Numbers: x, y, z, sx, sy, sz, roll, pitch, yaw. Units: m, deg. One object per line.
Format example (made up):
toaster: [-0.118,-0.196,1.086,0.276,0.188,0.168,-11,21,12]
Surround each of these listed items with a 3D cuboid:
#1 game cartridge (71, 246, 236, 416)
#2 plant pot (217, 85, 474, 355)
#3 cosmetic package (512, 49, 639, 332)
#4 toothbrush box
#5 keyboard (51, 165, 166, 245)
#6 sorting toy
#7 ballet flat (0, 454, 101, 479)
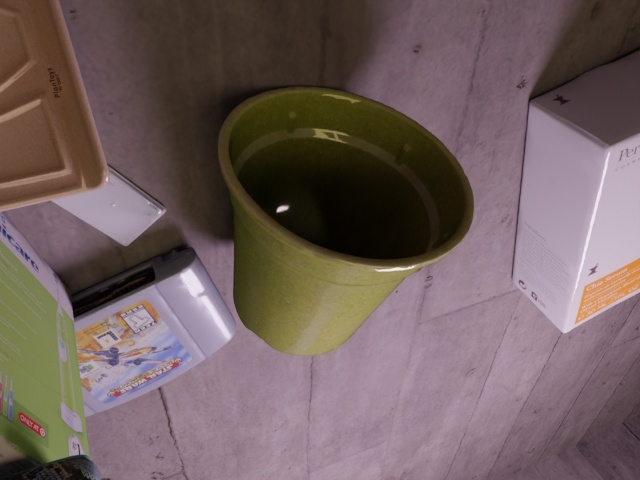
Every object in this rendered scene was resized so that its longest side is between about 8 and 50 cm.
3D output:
game cartridge: [-0.274,0.141,0.717,0.297,0.062,0.198,-26,132,-8]
plant pot: [0.000,0.000,0.628,0.276,0.276,0.254,-7,143,-25]
cosmetic package: [0.489,-0.063,0.902,0.230,0.161,0.453,-26,136,-8]
toothbrush box: [-0.328,0.103,0.481,0.122,0.283,0.206,-24,137,-8]
keyboard: [-0.279,-0.076,0.551,0.072,0.014,0.256,-36,137,10]
sorting toy: [-0.307,-0.116,0.435,0.208,0.038,0.193,-15,104,-15]
ballet flat: [-0.255,0.207,0.363,0.188,0.070,0.070,-12,133,-20]
